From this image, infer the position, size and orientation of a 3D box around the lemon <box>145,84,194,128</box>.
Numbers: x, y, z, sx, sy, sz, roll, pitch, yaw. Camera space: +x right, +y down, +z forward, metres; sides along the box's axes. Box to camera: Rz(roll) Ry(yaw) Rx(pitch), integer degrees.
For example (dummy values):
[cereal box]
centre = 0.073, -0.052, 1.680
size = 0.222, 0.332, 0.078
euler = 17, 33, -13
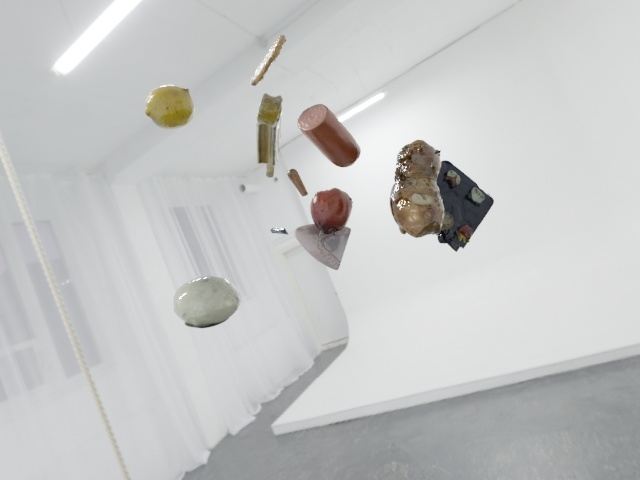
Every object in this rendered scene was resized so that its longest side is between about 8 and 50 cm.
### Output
[lemon]
centre = -0.814, -0.715, 2.157
size = 0.254, 0.228, 0.228
euler = -20, -4, -17

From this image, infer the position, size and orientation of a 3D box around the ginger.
[ginger]
centre = 0.323, -0.187, 1.346
size = 0.176, 0.254, 0.418
euler = 2, 38, 13

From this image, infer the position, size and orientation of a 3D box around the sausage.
[sausage]
centre = 0.041, -0.318, 1.270
size = 0.114, 0.113, 0.259
euler = -24, -33, 24

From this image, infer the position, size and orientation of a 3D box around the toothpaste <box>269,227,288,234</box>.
[toothpaste]
centre = -0.137, -0.032, 1.315
size = 0.083, 0.027, 0.019
euler = 6, 47, 42

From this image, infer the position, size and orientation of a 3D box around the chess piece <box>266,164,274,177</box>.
[chess piece]
centre = -0.243, -0.345, 1.934
size = 0.038, 0.083, 0.084
euler = 3, -9, -12

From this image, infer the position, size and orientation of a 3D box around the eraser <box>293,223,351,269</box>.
[eraser]
centre = 0.000, 0.000, 1.770
size = 0.244, 0.204, 0.059
euler = 20, -11, -11

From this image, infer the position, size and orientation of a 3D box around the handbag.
[handbag]
centre = 0.559, -0.151, 1.744
size = 0.329, 0.303, 0.122
euler = -51, 1, -25

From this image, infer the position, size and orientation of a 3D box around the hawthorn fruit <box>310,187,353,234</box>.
[hawthorn fruit]
centre = 0.045, -0.117, 1.692
size = 0.186, 0.202, 0.185
euler = -2, -24, -1

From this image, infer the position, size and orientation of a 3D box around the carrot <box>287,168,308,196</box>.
[carrot]
centre = -0.113, -0.287, 1.977
size = 0.055, 0.161, 0.055
euler = -26, -22, -11

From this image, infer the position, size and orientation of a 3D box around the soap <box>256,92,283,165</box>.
[soap]
centre = -0.188, -0.386, 1.471
size = 0.080, 0.160, 0.257
euler = 9, -29, -4

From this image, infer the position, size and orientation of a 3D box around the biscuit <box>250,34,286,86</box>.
[biscuit]
centre = -0.229, -0.792, 1.769
size = 0.254, 0.035, 0.253
euler = -44, 28, 31

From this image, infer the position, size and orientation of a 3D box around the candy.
[candy]
centre = -0.472, 0.237, 1.669
size = 0.296, 0.185, 0.295
euler = -2, 21, 1
